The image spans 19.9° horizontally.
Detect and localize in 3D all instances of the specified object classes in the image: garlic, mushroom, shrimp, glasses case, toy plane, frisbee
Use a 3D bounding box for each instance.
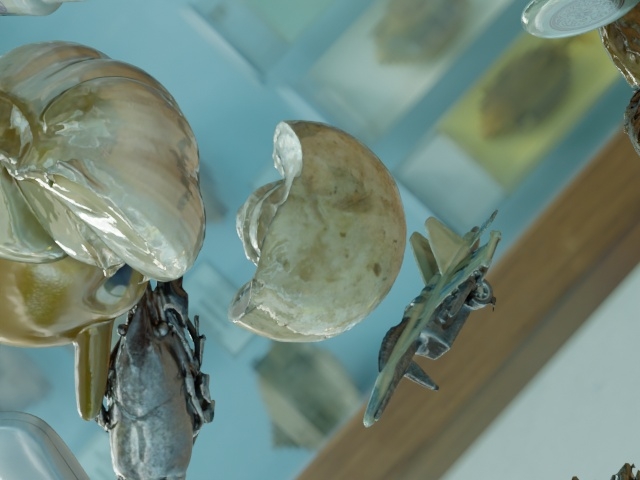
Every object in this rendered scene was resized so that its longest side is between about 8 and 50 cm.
[{"bbox_3d":[-0.190,-0.063,1.461,0.281,0.185,0.203,1,144,35],"label":"garlic"},{"bbox_3d":[0.000,0.000,2.098,0.189,0.254,0.195,20,176,-15],"label":"mushroom"},{"bbox_3d":[-0.174,0.139,1.951,0.116,0.343,0.145,9,-162,18],"label":"shrimp"},{"bbox_3d":[-0.251,0.215,1.655,0.067,0.045,0.178,-4,138,21],"label":"glasses case"},{"bbox_3d":[0.107,0.085,1.770,0.088,0.262,0.192,28,146,-12],"label":"toy plane"},{"bbox_3d":[0.224,-0.200,1.553,0.110,0.110,0.014,53,-159,-70],"label":"frisbee"}]

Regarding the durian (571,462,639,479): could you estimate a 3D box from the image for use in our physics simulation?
[{"bbox_3d":[0.158,0.211,1.037,0.167,0.196,0.196,50,177,2],"label":"durian"}]

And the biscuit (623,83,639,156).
[{"bbox_3d":[0.418,-0.116,1.545,0.318,0.318,0.040,38,145,55],"label":"biscuit"}]

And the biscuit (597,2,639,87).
[{"bbox_3d":[0.408,-0.243,1.829,0.296,0.296,0.075,43,166,-2],"label":"biscuit"}]

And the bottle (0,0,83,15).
[{"bbox_3d":[-0.223,-0.190,1.329,0.217,0.060,0.060,5,155,31],"label":"bottle"}]

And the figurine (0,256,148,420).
[{"bbox_3d":[-0.355,-0.009,1.731,0.387,0.268,0.401,17,149,-15],"label":"figurine"}]
